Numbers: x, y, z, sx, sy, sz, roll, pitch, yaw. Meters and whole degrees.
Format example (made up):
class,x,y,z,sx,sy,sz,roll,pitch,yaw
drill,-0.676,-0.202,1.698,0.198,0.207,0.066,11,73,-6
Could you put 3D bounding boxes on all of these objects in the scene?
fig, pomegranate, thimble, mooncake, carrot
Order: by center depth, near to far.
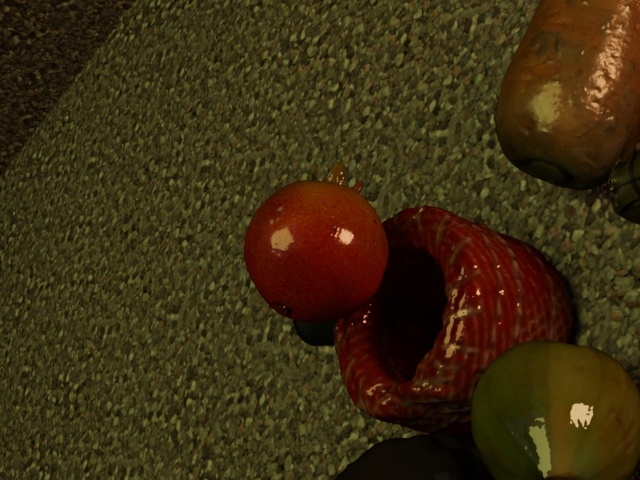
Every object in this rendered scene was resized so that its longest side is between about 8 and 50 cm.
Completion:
class,x,y,z,sx,sy,sz,roll,pitch,yaw
fig,0.315,0.261,1.771,0.239,0.239,0.271,-47,3,26
mooncake,0.158,0.460,1.914,0.381,0.212,0.350,-13,74,45
carrot,0.399,-0.255,1.981,0.224,0.224,0.341,9,74,54
pomegranate,0.000,0.000,1.987,0.221,0.221,0.257,-18,49,47
thimble,0.200,0.128,2.030,0.350,0.230,0.350,-30,50,44

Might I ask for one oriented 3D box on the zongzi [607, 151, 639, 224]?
class,x,y,z,sx,sy,sz,roll,pitch,yaw
zongzi,0.517,-0.032,1.776,0.260,0.123,0.289,-41,42,43

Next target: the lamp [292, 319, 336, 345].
class,x,y,z,sx,sy,sz,roll,pitch,yaw
lamp,0.082,0.119,2.278,0.227,0.147,0.172,5,76,45
